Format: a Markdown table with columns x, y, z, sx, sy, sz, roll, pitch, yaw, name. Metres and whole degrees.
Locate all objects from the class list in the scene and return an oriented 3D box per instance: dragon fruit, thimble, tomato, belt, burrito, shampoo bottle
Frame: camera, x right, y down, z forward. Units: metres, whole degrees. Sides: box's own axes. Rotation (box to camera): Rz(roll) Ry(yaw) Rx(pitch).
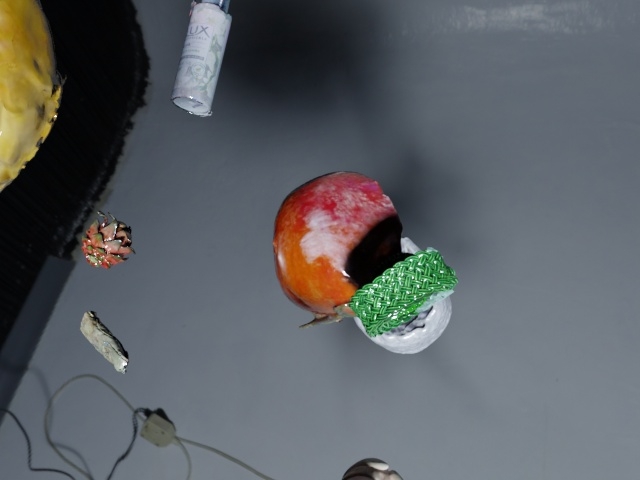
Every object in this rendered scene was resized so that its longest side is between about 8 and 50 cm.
| x | y | z | sx | sy | sz | roll | pitch | yaw | name |
| --- | --- | --- | --- | --- | --- | --- | --- | --- | --- |
| -0.550 | 0.006 | 1.465 | 0.142 | 0.130 | 0.121 | -34 | 46 | 8 | dragon fruit |
| 0.176 | 0.122 | 1.261 | 0.217 | 0.157 | 0.246 | -8 | 71 | 14 | thimble |
| -0.004 | 0.003 | 0.996 | 0.309 | 0.170 | 0.309 | -9 | 78 | 50 | tomato |
| 0.110 | 0.063 | 0.775 | 0.151 | 0.121 | 0.079 | -30 | 71 | 3 | belt |
| -0.438 | 0.209 | 1.156 | 0.171 | 0.051 | 0.042 | 33 | 30 | 28 | burrito |
| -0.186 | -0.312 | 0.909 | 0.072 | 0.072 | 0.214 | 7 | 78 | 18 | shampoo bottle |

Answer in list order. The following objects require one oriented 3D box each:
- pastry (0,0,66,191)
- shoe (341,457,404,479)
| x | y | z | sx | sy | sz | roll | pitch | yaw | name |
| --- | --- | --- | --- | --- | --- | --- | --- | --- | --- |
| -0.311 | -0.152 | 0.350 | 0.255 | 0.311 | 0.162 | -24 | 24 | -5 | pastry |
| 0.118 | 0.581 | 1.013 | 0.351 | 0.198 | 0.172 | 46 | 117 | 28 | shoe |
